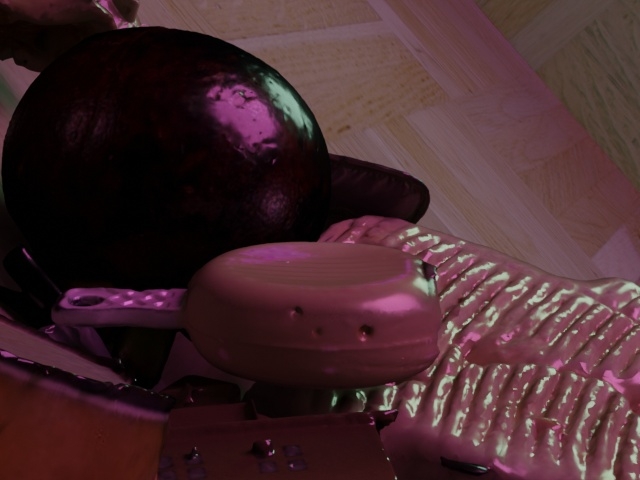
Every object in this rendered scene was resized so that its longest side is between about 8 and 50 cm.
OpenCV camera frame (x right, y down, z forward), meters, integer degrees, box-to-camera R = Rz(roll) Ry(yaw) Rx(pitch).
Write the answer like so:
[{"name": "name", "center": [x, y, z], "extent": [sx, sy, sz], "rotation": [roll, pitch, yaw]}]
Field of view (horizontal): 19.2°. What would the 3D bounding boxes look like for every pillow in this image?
[{"name": "pillow", "center": [0.000, 0.000, 1.395], "extent": [0.131, 0.232, 0.038], "rotation": [13, 58, -4]}]

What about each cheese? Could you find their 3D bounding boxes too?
[{"name": "cheese", "center": [-0.043, 0.041, 1.107], "extent": [0.227, 0.064, 0.137], "rotation": [2, 15, 2]}]

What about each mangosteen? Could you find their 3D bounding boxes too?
[{"name": "mangosteen", "center": [-0.109, -0.030, 1.228], "extent": [0.216, 0.216, 0.216], "rotation": [43, 18, -18]}]

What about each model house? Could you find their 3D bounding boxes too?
[{"name": "model house", "center": [-0.056, 0.147, 1.029], "extent": [0.248, 0.181, 0.176], "rotation": [-113, -160, -66]}]

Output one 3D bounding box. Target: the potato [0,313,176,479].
[{"name": "potato", "center": [-0.202, 0.102, 0.754], "extent": [0.246, 0.196, 0.300], "rotation": [24, -2, -20]}]

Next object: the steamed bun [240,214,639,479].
[{"name": "steamed bun", "center": [0.098, 0.169, 1.227], "extent": [0.347, 0.237, 0.394], "rotation": [-9, 33, -28]}]

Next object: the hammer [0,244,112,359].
[{"name": "hammer", "center": [-0.245, 0.039, 0.991], "extent": [0.427, 0.044, 0.152], "rotation": [20, 32, -56]}]

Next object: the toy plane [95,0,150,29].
[{"name": "toy plane", "center": [-0.246, -0.232, 1.512], "extent": [0.286, 0.092, 0.108], "rotation": [47, 42, -10]}]

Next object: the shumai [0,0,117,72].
[{"name": "shumai", "center": [-0.227, -0.262, 1.378], "extent": [0.267, 0.262, 0.314], "rotation": [-5, 24, -23]}]
